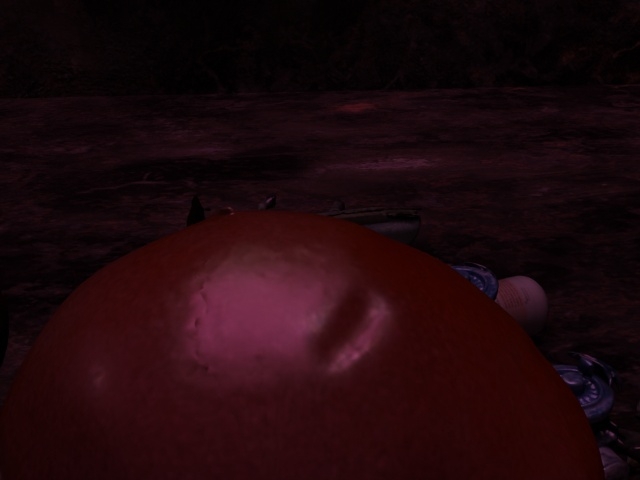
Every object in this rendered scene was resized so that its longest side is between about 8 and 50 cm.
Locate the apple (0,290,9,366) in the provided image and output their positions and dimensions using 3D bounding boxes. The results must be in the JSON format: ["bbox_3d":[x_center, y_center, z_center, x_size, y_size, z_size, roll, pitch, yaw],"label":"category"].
[{"bbox_3d":[-0.457,0.069,0.801,0.365,0.328,0.295,-16,19,-15],"label":"apple"}]

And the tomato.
[{"bbox_3d":[-0.009,0.153,0.538,0.342,0.341,0.272,-5,35,-10],"label":"tomato"}]

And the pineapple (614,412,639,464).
[{"bbox_3d":[0.412,0.148,0.783,0.341,0.169,0.169,-3,18,-1],"label":"pineapple"}]

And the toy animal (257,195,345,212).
[{"bbox_3d":[0.008,-0.006,1.389,0.255,0.089,0.170,1,22,17],"label":"toy animal"}]

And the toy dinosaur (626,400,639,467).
[{"bbox_3d":[0.298,0.180,0.860,0.058,0.037,0.180,28,47,18],"label":"toy dinosaur"}]

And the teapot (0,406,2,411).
[{"bbox_3d":[-0.278,0.198,0.796,0.116,0.148,0.146,40,16,9],"label":"teapot"}]

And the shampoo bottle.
[{"bbox_3d":[0.165,0.090,1.098,0.192,0.074,0.074,-11,21,-24],"label":"shampoo bottle"}]

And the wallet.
[{"bbox_3d":[-0.037,0.045,1.056,0.223,0.077,0.309,-12,-10,-29],"label":"wallet"}]

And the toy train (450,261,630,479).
[{"bbox_3d":[0.112,0.134,0.837,0.202,0.131,0.300,-14,33,-24],"label":"toy train"}]
